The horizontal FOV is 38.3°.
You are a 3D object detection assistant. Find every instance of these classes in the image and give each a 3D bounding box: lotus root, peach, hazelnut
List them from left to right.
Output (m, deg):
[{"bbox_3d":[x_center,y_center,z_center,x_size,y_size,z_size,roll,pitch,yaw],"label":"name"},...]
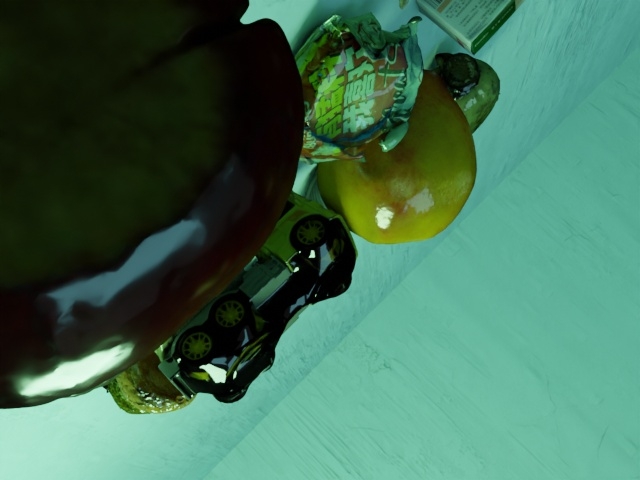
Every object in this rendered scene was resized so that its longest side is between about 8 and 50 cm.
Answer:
[{"bbox_3d":[-0.233,-0.078,0.763,0.429,0.402,0.402,-55,167,-11],"label":"hazelnut"},{"bbox_3d":[0.135,-0.157,1.670,0.289,0.289,0.308,-19,124,-60],"label":"peach"},{"bbox_3d":[0.293,-0.300,1.991,0.173,0.173,0.309,-45,171,-6],"label":"lotus root"}]

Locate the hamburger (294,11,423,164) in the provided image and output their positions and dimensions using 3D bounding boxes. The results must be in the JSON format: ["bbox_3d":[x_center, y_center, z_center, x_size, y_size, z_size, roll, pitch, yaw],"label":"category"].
[{"bbox_3d":[0.032,-0.251,1.472,0.276,0.150,0.260,-11,127,-40],"label":"hamburger"}]

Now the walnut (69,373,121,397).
[{"bbox_3d":[-0.330,0.100,1.244,0.224,0.224,0.224,-42,164,-15],"label":"walnut"}]

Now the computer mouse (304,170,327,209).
[{"bbox_3d":[0.000,0.000,1.910,0.379,0.090,0.167,-68,161,10],"label":"computer mouse"}]

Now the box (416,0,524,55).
[{"bbox_3d":[0.282,-0.444,1.613,0.199,0.135,0.081,-47,166,6],"label":"box"}]

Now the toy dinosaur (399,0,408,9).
[{"bbox_3d":[0.114,-0.442,1.274,0.162,0.077,0.294,-34,160,-39],"label":"toy dinosaur"}]

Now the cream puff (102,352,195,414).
[{"bbox_3d":[-0.336,0.254,1.746,0.169,0.183,0.183,-29,180,41],"label":"cream puff"}]

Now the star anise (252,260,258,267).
[{"bbox_3d":[-0.141,0.134,1.980,0.220,0.126,0.190,-55,157,-24],"label":"star anise"}]

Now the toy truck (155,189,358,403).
[{"bbox_3d":[-0.137,0.088,1.642,0.405,0.254,0.180,-44,148,-12],"label":"toy truck"}]
